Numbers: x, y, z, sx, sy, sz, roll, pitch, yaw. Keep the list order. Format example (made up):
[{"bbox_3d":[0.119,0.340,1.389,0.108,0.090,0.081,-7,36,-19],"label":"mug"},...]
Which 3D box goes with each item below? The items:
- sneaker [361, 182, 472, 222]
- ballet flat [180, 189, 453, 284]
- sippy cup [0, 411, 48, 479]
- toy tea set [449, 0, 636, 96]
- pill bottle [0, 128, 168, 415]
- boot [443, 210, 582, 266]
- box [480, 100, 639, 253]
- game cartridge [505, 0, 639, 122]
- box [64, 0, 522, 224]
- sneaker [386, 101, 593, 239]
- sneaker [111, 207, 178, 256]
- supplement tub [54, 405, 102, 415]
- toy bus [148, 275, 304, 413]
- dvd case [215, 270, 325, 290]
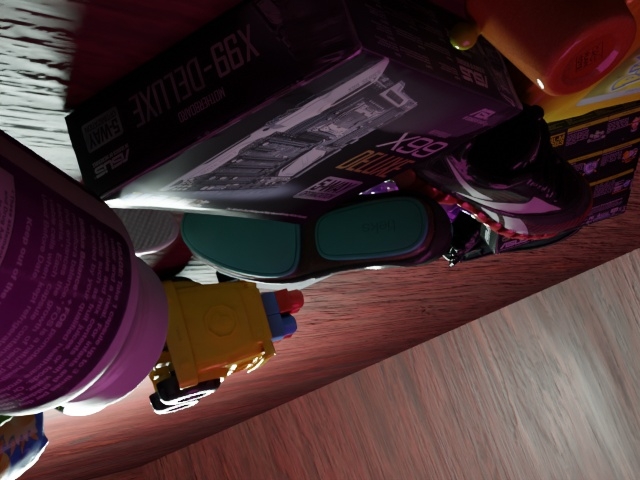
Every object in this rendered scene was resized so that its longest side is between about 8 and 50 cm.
[{"bbox_3d":[0.097,-0.063,1.187,0.236,0.104,0.095,-7,165,-38],"label":"sneaker"},{"bbox_3d":[0.000,0.000,1.136,0.280,0.095,0.096,2,173,27],"label":"ballet flat"},{"bbox_3d":[-0.447,0.223,1.318,0.305,0.240,0.224,20,-148,40],"label":"sippy cup"},{"bbox_3d":[0.242,-0.217,0.797,0.336,0.124,0.200,-15,149,-31],"label":"toy tea set"},{"bbox_3d":[-0.221,0.018,0.735,0.169,0.169,0.301,-23,153,13],"label":"pill bottle"},{"bbox_3d":[0.252,-0.026,1.614,0.246,0.094,0.207,-18,173,19],"label":"boot"},{"bbox_3d":[0.289,-0.082,1.376,0.191,0.045,0.184,-18,136,-15],"label":"box"},{"bbox_3d":[0.338,-0.200,1.110,0.324,0.052,0.285,-17,167,-20],"label":"game cartridge"},{"bbox_3d":[-0.007,-0.101,0.916,0.242,0.076,0.307,-26,166,25],"label":"box"},{"bbox_3d":[0.186,-0.070,1.120,0.276,0.097,0.135,19,158,-35],"label":"sneaker"},{"bbox_3d":[-0.206,0.002,1.109,0.134,0.051,0.070,-13,168,-17],"label":"sneaker"},{"bbox_3d":[-0.301,0.155,1.452,0.117,0.117,0.190,-16,167,-20],"label":"supplement tub"},{"bbox_3d":[-0.128,0.120,1.490,0.211,0.149,0.220,-14,167,-19],"label":"toy bus"},{"bbox_3d":[-0.011,0.023,1.577,0.180,0.022,0.253,-24,167,18],"label":"dvd case"}]
